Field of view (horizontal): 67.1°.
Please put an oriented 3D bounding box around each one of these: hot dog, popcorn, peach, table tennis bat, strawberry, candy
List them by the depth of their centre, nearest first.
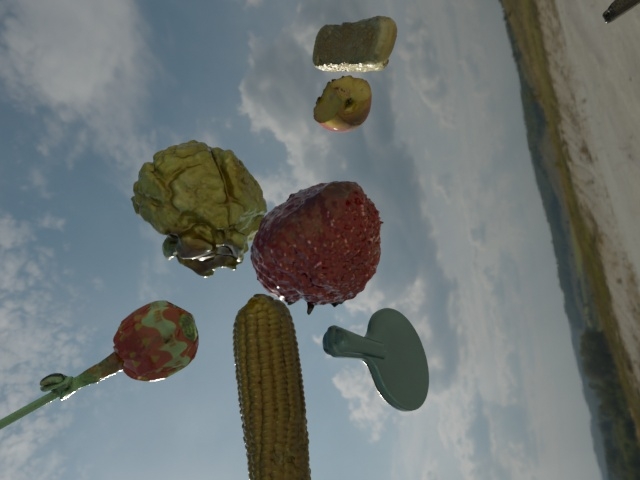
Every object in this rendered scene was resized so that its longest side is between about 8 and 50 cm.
[{"bbox_3d":[-0.005,-0.002,0.463,0.148,0.131,0.131,83,-162,-45],"label":"strawberry"},{"bbox_3d":[-0.265,0.153,0.508,0.287,0.084,0.078,-27,-60,-16],"label":"candy"},{"bbox_3d":[0.091,0.163,0.694,0.244,0.040,0.153,25,-129,-44],"label":"table tennis bat"},{"bbox_3d":[0.066,-0.346,0.867,0.073,0.242,0.084,2,-76,-29],"label":"hot dog"},{"bbox_3d":[-0.225,-0.063,0.931,0.258,0.224,0.270,55,-167,-13],"label":"popcorn"},{"bbox_3d":[0.054,-0.312,1.151,0.118,0.151,0.151,71,-155,-48],"label":"peach"}]

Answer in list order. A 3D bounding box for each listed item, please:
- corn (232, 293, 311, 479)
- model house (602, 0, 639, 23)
[{"bbox_3d":[-0.086,0.264,0.827,0.120,0.120,0.364,34,-138,-54],"label":"corn"},{"bbox_3d":[0.654,-0.402,0.836,0.218,0.278,0.205,57,-172,5],"label":"model house"}]
